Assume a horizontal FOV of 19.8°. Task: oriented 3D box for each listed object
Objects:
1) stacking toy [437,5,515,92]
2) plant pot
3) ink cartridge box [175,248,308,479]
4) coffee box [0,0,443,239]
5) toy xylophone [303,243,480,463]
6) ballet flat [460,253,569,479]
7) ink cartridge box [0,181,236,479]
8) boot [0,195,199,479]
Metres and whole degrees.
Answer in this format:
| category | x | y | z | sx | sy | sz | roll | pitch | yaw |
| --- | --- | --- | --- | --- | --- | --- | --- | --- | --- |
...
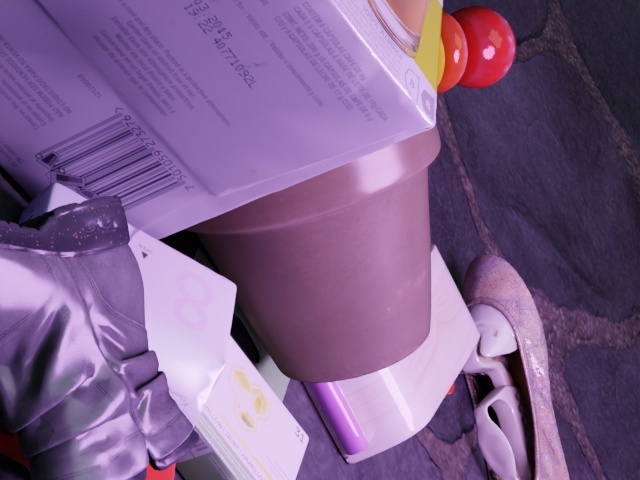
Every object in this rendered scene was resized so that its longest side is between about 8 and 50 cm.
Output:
| category | x | y | z | sx | sy | sz | roll | pitch | yaw |
| --- | --- | --- | --- | --- | --- | --- | --- | --- | --- |
| stacking toy | 0.070 | -0.191 | 1.929 | 0.330 | 0.141 | 0.141 | -10 | 78 | -38 |
| plant pot | 0.000 | 0.000 | 1.692 | 0.263 | 0.263 | 0.229 | -48 | 126 | -61 |
| ink cartridge box | -0.075 | 0.128 | 1.649 | 0.171 | 0.056 | 0.235 | 55 | 32 | -24 |
| coffee box | -0.124 | -0.249 | 1.514 | 0.337 | 0.338 | 0.334 | 50 | 32 | -33 |
| toy xylophone | 0.072 | 0.081 | 1.922 | 0.236 | 0.081 | 0.322 | 66 | 27 | -4 |
| ballet flat | 0.208 | 0.165 | 2.100 | 0.106 | 0.107 | 0.316 | -2 | 71 | -48 |
| ink cartridge box | -0.166 | 0.089 | 1.452 | 0.189 | 0.066 | 0.232 | 32 | 38 | -25 |
| boot | -0.219 | 0.100 | 1.288 | 0.338 | 0.118 | 0.223 | -16 | 87 | -48 |
